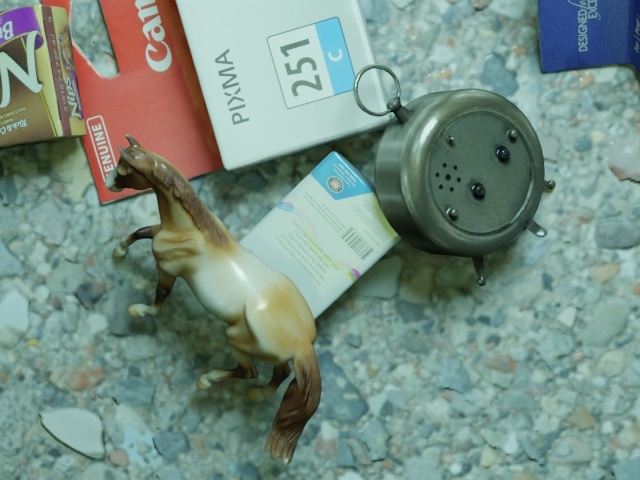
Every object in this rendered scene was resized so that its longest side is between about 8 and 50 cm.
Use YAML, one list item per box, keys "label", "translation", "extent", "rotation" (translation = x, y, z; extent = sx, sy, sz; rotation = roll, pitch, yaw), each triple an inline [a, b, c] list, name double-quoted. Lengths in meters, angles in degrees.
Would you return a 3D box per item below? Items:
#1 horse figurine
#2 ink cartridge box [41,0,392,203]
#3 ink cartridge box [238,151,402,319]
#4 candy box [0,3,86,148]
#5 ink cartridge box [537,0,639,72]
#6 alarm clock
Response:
- label: "horse figurine"
  translation: [-0.079, 0.048, 0.895]
  extent: [0.263, 0.066, 0.174]
  rotation: [48, 141, 2]
- label: "ink cartridge box"
  translation: [-0.106, -0.199, 0.917]
  extent: [0.261, 0.066, 0.296]
  rotation: [-16, 94, 8]
- label: "ink cartridge box"
  translation: [0.000, 0.000, 0.929]
  extent: [0.122, 0.052, 0.088]
  rotation: [-43, 88, 8]
- label: "candy box"
  translation: [-0.296, -0.126, 0.947]
  extent: [0.187, 0.053, 0.109]
  rotation: [-6, 95, 14]
- label: "ink cartridge box"
  translation: [0.303, -0.230, 0.772]
  extent: [0.307, 0.072, 0.303]
  rotation: [-10, 139, 6]
- label: "alarm clock"
  translation: [0.097, -0.064, 0.872]
  extent: [0.192, 0.064, 0.129]
  rotation: [41, 76, -18]
